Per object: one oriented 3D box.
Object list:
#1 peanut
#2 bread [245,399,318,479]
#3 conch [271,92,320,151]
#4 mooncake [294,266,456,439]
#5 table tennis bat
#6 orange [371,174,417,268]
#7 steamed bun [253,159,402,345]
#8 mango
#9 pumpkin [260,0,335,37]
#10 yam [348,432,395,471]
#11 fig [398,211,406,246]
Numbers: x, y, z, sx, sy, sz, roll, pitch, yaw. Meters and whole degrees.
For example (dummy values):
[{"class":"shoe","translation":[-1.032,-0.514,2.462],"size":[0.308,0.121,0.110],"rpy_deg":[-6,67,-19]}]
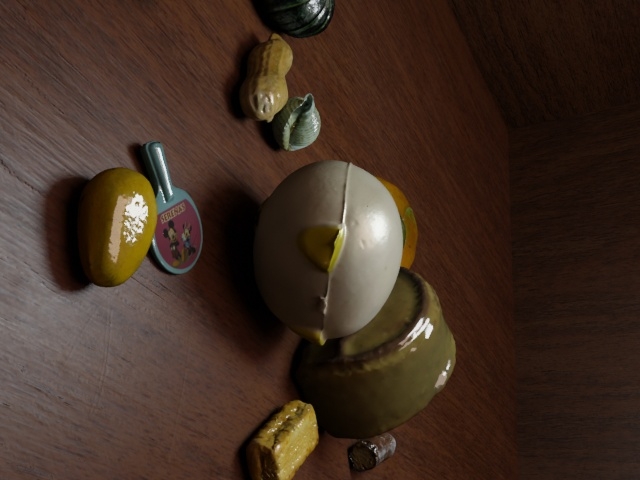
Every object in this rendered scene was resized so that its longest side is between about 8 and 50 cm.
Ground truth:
[{"class":"peanut","translation":[-0.120,-0.364,1.696],"size":[0.117,0.101,0.263],"rpy_deg":[79,13,-54]},{"class":"bread","translation":[-0.074,0.409,1.527],"size":[0.211,0.083,0.113],"rpy_deg":[-30,113,-62]},{"class":"conch","translation":[-0.064,-0.275,1.764],"size":[0.135,0.102,0.153],"rpy_deg":[-51,150,-27]},{"class":"mooncake","translation":[0.109,0.240,1.797],"size":[0.246,0.393,0.394],"rpy_deg":[65,-10,-29]},{"class":"table tennis bat","translation":[-0.272,-0.058,1.357],"size":[0.153,0.040,0.244],"rpy_deg":[-40,121,-59]},{"class":"orange","translation":[0.151,-0.023,2.054],"size":[0.263,0.196,0.334],"rpy_deg":[18,72,-46]},{"class":"steamed bun","translation":[0.015,0.021,1.560],"size":[0.334,0.334,0.373],"rpy_deg":[-64,163,-50]},{"class":"mango","translation":[-0.321,-0.020,1.178],"size":[0.137,0.098,0.195],"rpy_deg":[49,47,-50]},{"class":"pumpkin","translation":[-0.056,-0.601,1.834],"size":[0.220,0.162,0.220],"rpy_deg":[-8,90,-69]},{"class":"yam","translation":[0.132,0.528,1.904],"size":[0.141,0.079,0.079],"rpy_deg":[6,75,-65]},{"class":"fig","translation":[0.122,-0.030,1.819],"size":[0.245,0.195,0.195],"rpy_deg":[-51,126,-57]}]
